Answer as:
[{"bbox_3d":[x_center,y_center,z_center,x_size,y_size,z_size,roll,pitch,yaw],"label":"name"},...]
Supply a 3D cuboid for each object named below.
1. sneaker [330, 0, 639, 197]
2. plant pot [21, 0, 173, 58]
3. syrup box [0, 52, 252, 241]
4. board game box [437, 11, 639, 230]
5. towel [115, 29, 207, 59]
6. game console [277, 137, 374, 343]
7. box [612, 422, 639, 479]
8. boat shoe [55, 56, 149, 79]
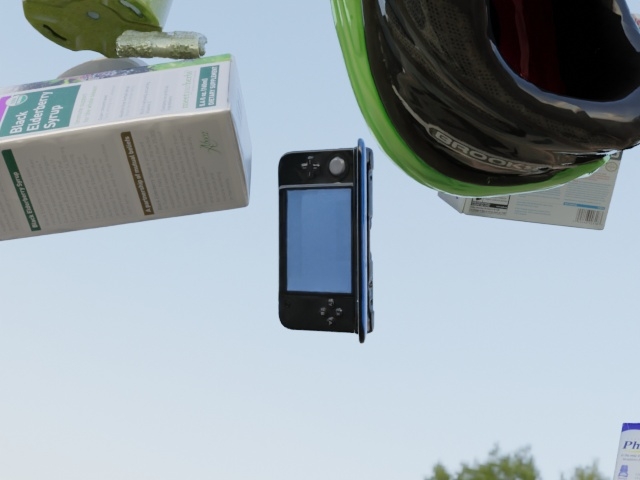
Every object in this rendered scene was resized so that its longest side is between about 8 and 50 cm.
[{"bbox_3d":[0.060,-0.244,0.521,0.202,0.185,0.482,4,-51,53],"label":"sneaker"},{"bbox_3d":[-0.281,-0.393,1.373,0.276,0.253,0.276,6,-22,2],"label":"plant pot"},{"bbox_3d":[-0.179,-0.074,0.841,0.237,0.093,0.096,-7,-54,3],"label":"syrup box"},{"bbox_3d":[0.309,-0.180,1.437,0.224,0.303,0.097,6,16,-18],"label":"board game box"},{"bbox_3d":[-0.192,-0.239,1.260,0.110,0.027,0.148,0,17,-5],"label":"towel"},{"bbox_3d":[0.000,0.000,1.576,0.250,0.293,0.173,0,0,33],"label":"game console"},{"bbox_3d":[0.389,0.300,1.199,0.072,0.137,0.126,-5,-45,33],"label":"box"},{"bbox_3d":[-0.388,-0.167,1.643,0.367,0.156,0.136,-38,-87,18],"label":"boat shoe"}]
